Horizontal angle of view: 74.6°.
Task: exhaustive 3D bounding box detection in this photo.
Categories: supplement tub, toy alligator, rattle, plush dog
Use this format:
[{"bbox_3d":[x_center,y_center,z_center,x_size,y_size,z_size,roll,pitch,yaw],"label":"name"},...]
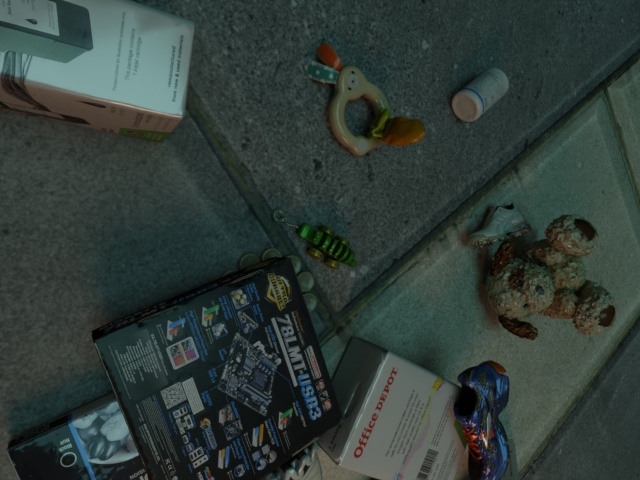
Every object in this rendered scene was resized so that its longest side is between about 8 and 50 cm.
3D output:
[{"bbox_3d":[0.332,-0.303,0.876,0.107,0.071,0.071,-41,110,-20],"label":"supplement tub"},{"bbox_3d":[0.000,0.000,0.731,0.189,0.051,0.056,33,78,-25],"label":"toy alligator"},{"bbox_3d":[0.070,-0.246,0.710,0.130,0.143,0.200,-28,112,-4],"label":"rattle"},{"bbox_3d":[0.473,0.089,0.932,0.225,0.210,0.263,-16,92,-7],"label":"plush dog"}]

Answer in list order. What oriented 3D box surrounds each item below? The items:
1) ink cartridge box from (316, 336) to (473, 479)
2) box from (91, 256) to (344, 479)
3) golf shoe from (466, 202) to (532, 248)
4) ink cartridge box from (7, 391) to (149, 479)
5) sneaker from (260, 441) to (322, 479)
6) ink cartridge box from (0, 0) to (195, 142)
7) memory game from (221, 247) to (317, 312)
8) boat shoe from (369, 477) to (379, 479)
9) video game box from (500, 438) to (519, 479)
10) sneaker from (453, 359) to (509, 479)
[{"bbox_3d":[0.147,0.330,0.788,0.278,0.117,0.202,31,79,-26],"label":"ink cartridge box"},{"bbox_3d":[-0.133,0.210,0.627,0.293,0.073,0.296,-23,101,-32],"label":"box"},{"bbox_3d":[0.382,-0.034,0.933,0.176,0.069,0.086,-14,79,-29],"label":"golf shoe"},{"bbox_3d":[-0.289,0.327,0.599,0.206,0.045,0.209,-22,101,-27],"label":"ink cartridge box"},{"bbox_3d":[-0.116,0.434,0.672,0.292,0.110,0.119,-26,113,-23],"label":"sneaker"},{"bbox_3d":[-0.304,-0.207,0.480,0.272,0.198,0.115,7,91,-27],"label":"ink cartridge box"},{"bbox_3d":[-0.089,0.105,0.714,0.186,0.012,0.187,-1,93,-27],"label":"memory game"},{"bbox_3d":[0.083,0.530,0.798,0.170,0.063,0.059,-37,103,-21],"label":"boat shoe"},{"bbox_3d":[0.404,0.573,0.918,0.187,0.048,0.206,-6,97,-66],"label":"video game box"},{"bbox_3d":[0.280,0.329,0.759,0.086,0.083,0.222,2,86,-16],"label":"sneaker"}]
